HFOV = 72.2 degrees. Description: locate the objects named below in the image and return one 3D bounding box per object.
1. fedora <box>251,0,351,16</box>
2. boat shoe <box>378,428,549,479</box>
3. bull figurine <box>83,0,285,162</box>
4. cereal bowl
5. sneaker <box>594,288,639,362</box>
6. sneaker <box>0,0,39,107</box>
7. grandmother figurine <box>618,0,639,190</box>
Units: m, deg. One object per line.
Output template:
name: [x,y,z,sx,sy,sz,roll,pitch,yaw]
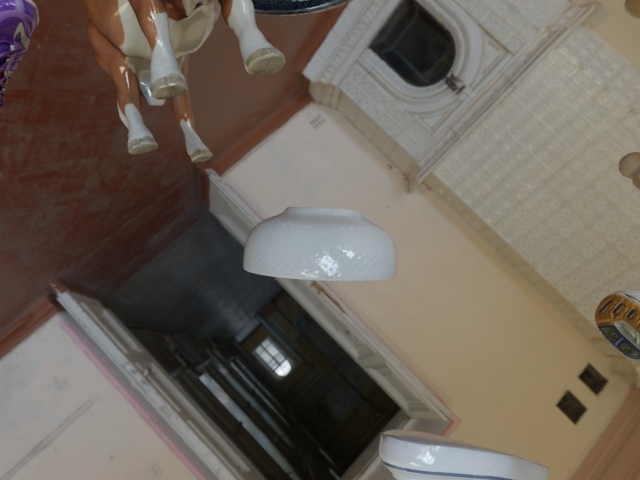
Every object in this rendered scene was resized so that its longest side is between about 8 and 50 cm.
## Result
fedora: [-0.052,-0.397,0.442,0.334,0.334,0.152,-44,164,-14]
boat shoe: [0.151,0.246,0.429,0.095,0.258,0.084,-14,-125,51]
bull figurine: [-0.112,-0.177,0.308,0.101,0.188,0.310,-14,178,-24]
cereal bowl: [0.000,0.000,0.961,0.339,0.340,0.141,-10,102,-80]
sneaker: [0.585,0.194,0.680,0.131,0.296,0.111,-11,147,-28]
sneaker: [-0.333,-0.171,0.442,0.170,0.071,0.068,-43,165,21]
grandmother figurine: [0.348,-0.095,0.361,0.207,0.104,0.341,120,-26,-65]
